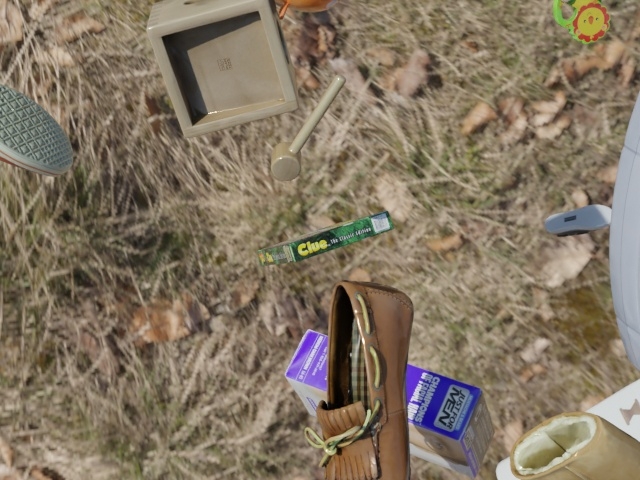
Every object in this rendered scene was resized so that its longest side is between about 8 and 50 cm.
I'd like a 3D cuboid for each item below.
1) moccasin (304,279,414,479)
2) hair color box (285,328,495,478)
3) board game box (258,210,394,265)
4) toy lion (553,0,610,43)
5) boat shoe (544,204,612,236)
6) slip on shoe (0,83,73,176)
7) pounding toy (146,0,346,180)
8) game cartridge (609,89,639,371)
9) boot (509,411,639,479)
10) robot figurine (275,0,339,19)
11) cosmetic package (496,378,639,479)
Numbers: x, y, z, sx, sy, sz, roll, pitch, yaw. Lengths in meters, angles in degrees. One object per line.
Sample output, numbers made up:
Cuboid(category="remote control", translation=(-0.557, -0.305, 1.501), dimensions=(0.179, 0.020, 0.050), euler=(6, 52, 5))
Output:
Cuboid(category="moccasin", translation=(0.049, 0.244, 1.440), dimensions=(0.146, 0.139, 0.380), euler=(12, 82, -35))
Cuboid(category="hair color box", translation=(0.123, 0.287, 1.828), dimensions=(0.110, 0.338, 0.185), euler=(-63, 152, -24))
Cuboid(category="board game box", translation=(0.000, 0.000, 1.405), dimensions=(0.136, 0.259, 0.030), euler=(-17, 91, -13))
Cuboid(category="toy lion", translation=(0.430, -0.371, 1.710), dimensions=(0.100, 0.034, 0.096), euler=(-6, 111, -14))
Cuboid(category="boat shoe", translation=(0.489, -0.034, 1.943), dimensions=(0.040, 0.142, 0.049), euler=(33, 61, -40))
Cuboid(category="slip on shoe", translation=(-0.532, -0.179, 1.575), dimensions=(0.331, 0.123, 0.101), euler=(21, 142, -31))
Cuboid(category="pounding toy", translation=(-0.065, -0.171, 1.118), dimensions=(0.181, 0.094, 0.206), euler=(-14, 121, 4))
Cuboid(category="game cartridge", translation=(0.358, -0.018, 0.946), dimensions=(0.196, 0.060, 0.294), euler=(-13, 117, -13))
Cuboid(category="boot", translation=(0.386, 0.260, 1.143), dimensions=(0.269, 0.089, 0.236), euler=(31, 129, -22))
Cuboid(category="robot figurine", translation=(-0.005, -0.359, 1.189), dimensions=(0.128, 0.158, 0.220), euler=(6, 112, -51))
Cuboid(category="cosmetic package", translation=(0.547, 0.424, 1.565), dimensions=(0.393, 0.329, 0.327), euler=(-37, 135, 19))
